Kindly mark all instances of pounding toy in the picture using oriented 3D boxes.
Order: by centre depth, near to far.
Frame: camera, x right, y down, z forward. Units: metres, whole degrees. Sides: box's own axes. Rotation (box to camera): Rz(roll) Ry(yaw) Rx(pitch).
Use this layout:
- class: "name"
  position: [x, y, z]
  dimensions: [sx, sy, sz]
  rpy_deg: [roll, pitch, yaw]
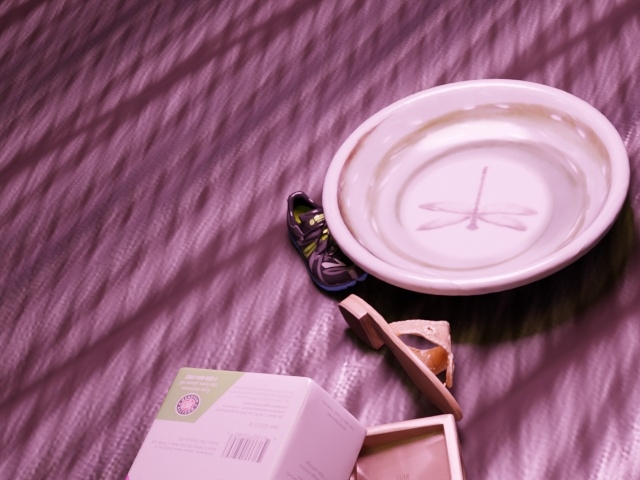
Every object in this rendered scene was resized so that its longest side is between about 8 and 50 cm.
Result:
- class: "pounding toy"
  position: [0.122, 0.296, 1.228]
  dimensions: [0.181, 0.094, 0.206]
  rpy_deg: [-10, 44, 7]

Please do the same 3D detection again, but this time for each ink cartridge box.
- class: "ink cartridge box"
  position: [-0.117, 0.315, 1.204]
  dimensions: [0.207, 0.119, 0.353]
  rpy_deg: [-1, 53, 41]

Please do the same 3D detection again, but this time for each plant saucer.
- class: "plant saucer"
  position: [0.206, -0.056, 1.554]
  dimensions: [0.400, 0.100, 0.400]
  rpy_deg: [-8, 45, 8]

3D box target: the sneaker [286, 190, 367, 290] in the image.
- class: "sneaker"
  position: [0.000, 0.000, 1.573]
  dimensions: [0.067, 0.078, 0.188]
  rpy_deg: [-27, 45, -11]

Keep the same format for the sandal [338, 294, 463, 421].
- class: "sandal"
  position: [0.118, 0.118, 1.414]
  dimensions: [0.079, 0.088, 0.240]
  rpy_deg: [-37, 42, -13]
